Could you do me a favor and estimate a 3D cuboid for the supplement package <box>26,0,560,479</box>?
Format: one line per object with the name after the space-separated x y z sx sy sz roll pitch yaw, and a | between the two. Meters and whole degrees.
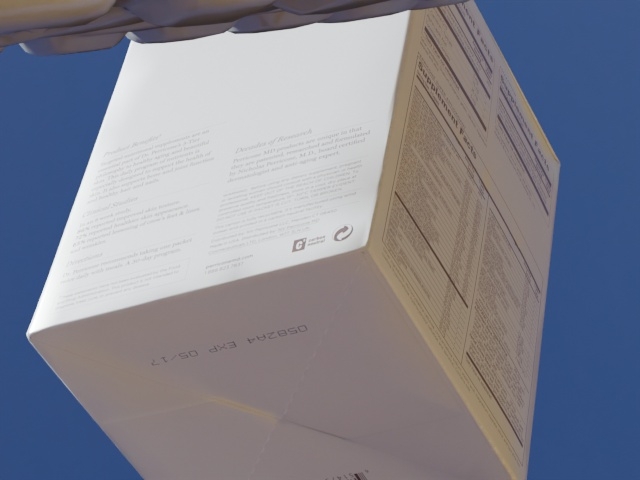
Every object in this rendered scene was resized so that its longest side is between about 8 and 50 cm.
0.000 0.000 1.095 0.198 0.199 0.263 56 -149 -36 | supplement package

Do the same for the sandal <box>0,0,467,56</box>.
0.058 -0.110 0.451 0.416 0.169 0.102 -15 -82 -42 | sandal
